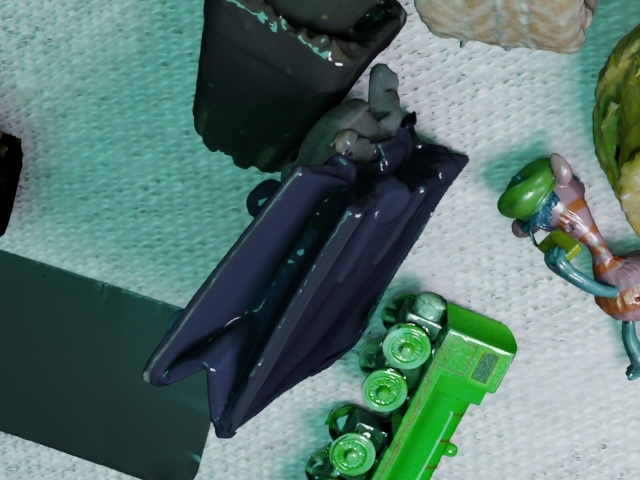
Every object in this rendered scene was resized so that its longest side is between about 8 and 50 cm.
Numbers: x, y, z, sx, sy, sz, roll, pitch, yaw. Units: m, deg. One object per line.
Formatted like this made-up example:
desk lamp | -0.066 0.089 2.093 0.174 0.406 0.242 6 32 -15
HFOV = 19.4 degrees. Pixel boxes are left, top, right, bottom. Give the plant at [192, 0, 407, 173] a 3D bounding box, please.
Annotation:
plant | -0.016 -0.178 1.542 0.142 0.164 0.256 30 125 9

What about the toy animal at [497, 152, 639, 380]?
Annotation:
toy animal | 0.231 0.026 1.561 0.100 0.103 0.208 -30 100 38

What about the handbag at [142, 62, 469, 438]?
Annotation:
handbag | 0.000 0.000 1.497 0.118 0.326 0.269 37 108 7

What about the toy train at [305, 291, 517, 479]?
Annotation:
toy train | 0.073 0.161 1.654 0.119 0.085 0.251 21 113 -8

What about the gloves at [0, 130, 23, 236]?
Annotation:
gloves | -0.428 -0.106 1.641 0.356 0.203 0.155 32 87 -2

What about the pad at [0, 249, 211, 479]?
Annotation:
pad | -0.224 0.120 1.754 0.267 0.004 0.181 18 109 9

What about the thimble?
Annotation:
thimble | 0.147 -0.270 1.458 0.148 0.196 0.229 8 136 15

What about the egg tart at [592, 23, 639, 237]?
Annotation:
egg tart | 0.324 -0.054 1.444 0.294 0.123 0.294 26 148 18
